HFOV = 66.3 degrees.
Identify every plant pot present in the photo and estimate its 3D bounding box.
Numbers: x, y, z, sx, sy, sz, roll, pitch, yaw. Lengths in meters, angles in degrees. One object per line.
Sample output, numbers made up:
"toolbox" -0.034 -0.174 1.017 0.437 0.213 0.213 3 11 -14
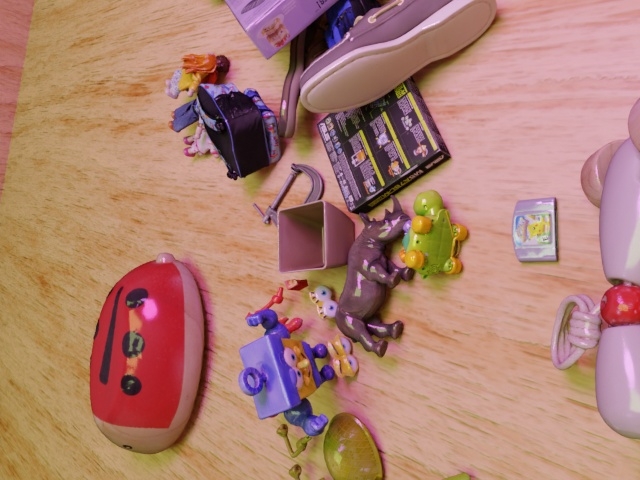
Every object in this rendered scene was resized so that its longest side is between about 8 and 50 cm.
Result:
"plant pot" 0.000 0.000 0.823 0.109 0.096 0.109 -9 78 42

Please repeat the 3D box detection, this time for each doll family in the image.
"doll family" -0.274 -0.315 1.084 0.163 0.118 0.263 -14 75 38

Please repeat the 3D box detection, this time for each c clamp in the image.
"c clamp" -0.064 -0.084 0.938 0.161 0.022 0.137 -52 55 23

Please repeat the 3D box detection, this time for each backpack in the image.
"backpack" 0.055 -0.358 0.826 0.101 0.097 0.120 -26 69 39
"backpack" -0.167 -0.230 0.958 0.173 0.116 0.158 53 160 34

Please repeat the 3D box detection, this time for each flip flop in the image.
"flip flop" -0.019 -0.312 0.887 0.080 0.112 0.277 11 76 -1

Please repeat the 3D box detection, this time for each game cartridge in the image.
"game cartridge" 0.280 -0.013 0.642 0.055 0.017 0.084 -6 80 43

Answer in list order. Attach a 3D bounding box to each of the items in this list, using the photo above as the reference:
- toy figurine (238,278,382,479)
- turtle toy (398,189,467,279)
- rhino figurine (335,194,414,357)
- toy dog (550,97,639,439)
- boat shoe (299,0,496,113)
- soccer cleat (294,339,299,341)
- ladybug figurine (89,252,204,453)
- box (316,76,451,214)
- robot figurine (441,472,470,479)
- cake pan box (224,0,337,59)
"toy figurine" -0.062 0.236 0.745 0.191 0.217 0.363 -25 72 22
"turtle toy" 0.156 -0.009 0.706 0.066 0.095 0.130 8 88 61
"rhino figurine" 0.084 0.048 0.763 0.106 0.073 0.244 13 91 38
"toy dog" 0.359 0.016 0.482 0.160 0.220 0.334 8 97 9
"boat shoe" 0.099 -0.293 0.727 0.304 0.109 0.091 -26 65 8
"soccer cleat" -0.058 0.214 0.892 0.036 0.029 0.083 50 119 23
"ladybug figurine" -0.395 0.248 1.082 0.305 0.161 0.450 4 87 41
"box" 0.094 -0.167 0.803 0.184 0.045 0.191 -34 63 30
"robot figurine" 0.182 0.362 0.640 0.115 0.067 0.101 -9 90 40
"cake pan box" -0.036 -0.454 0.844 0.266 0.070 0.246 -38 42 8
